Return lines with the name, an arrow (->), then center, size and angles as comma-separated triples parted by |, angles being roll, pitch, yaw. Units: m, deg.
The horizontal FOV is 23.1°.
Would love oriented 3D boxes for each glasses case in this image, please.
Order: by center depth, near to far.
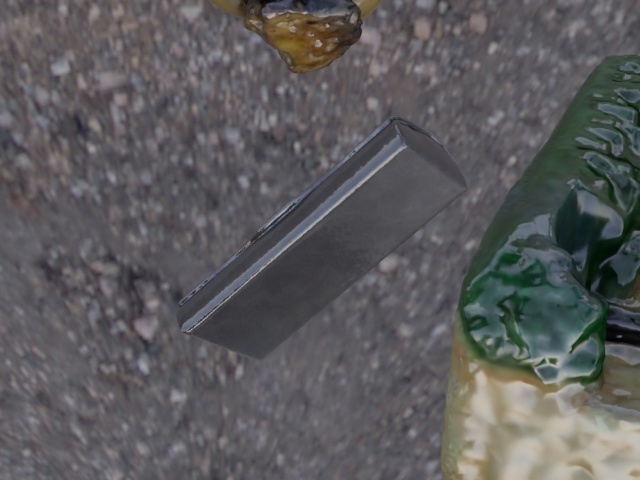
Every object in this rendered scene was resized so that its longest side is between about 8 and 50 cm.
glasses case -> -0.001, 0.001, 0.958 | 0.190, 0.072, 0.042 | -40, 53, 23

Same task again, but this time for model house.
model house -> 0.306, 0.099, 1.147 | 0.343, 0.334, 0.382 | 15, 32, 21

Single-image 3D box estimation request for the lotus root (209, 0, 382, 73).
lotus root -> -0.024, -0.204, 0.795 | 0.140, 0.154, 0.257 | -17, 58, 24
